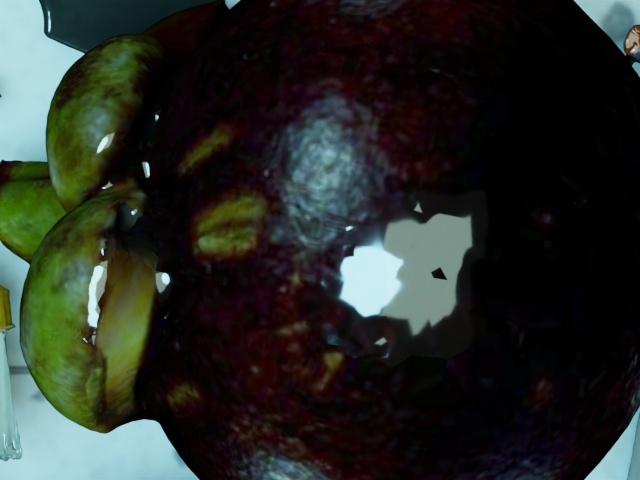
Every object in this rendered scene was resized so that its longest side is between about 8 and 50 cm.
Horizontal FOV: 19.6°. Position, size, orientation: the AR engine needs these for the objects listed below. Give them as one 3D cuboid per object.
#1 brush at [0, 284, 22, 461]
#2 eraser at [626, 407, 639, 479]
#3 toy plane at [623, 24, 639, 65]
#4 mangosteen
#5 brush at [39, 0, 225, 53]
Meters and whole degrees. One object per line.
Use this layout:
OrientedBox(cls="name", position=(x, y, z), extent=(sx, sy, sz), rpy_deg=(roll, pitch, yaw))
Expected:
OrientedBox(cls="brush", position=(-0.209, -0.041, 0.935), extent=(0.090, 0.017, 0.314), rpy_deg=(-5, 81, -14))
OrientedBox(cls="eraser", position=(0.257, 0.199, 1.087), extent=(0.174, 0.095, 0.270), rpy_deg=(8, 97, -14))
OrientedBox(cls="toy plane", position=(0.248, -0.110, 1.060), extent=(0.130, 0.061, 0.189), rpy_deg=(42, 83, -14))
OrientedBox(cls="mangosteen", position=(0.000, 0.000, 0.895), extent=(0.347, 0.307, 0.307), rpy_deg=(9, 96, -4))
OrientedBox(cls="brush", position=(-0.140, -0.139, 0.975), extent=(0.193, 0.016, 0.063), rpy_deg=(22, 88, -28))
